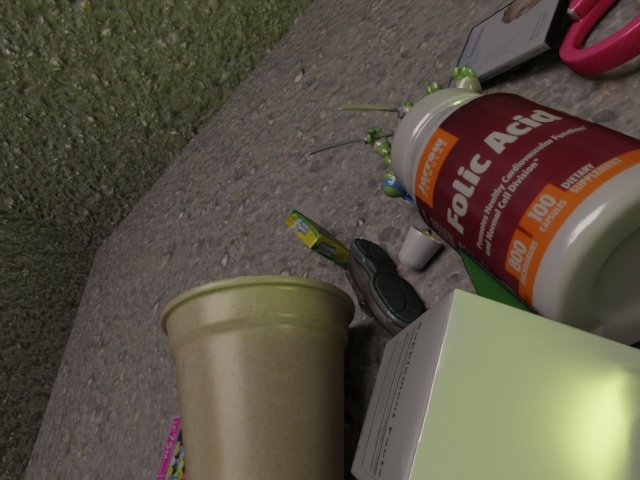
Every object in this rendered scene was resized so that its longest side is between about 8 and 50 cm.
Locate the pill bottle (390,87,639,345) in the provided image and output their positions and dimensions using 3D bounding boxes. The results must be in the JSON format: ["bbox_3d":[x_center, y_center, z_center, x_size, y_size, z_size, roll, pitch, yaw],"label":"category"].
[{"bbox_3d":[0.258,-0.062,0.627,0.224,0.224,0.392,-50,33,11],"label":"pill bottle"}]

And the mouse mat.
[{"bbox_3d":[0.228,0.099,0.567,0.007,0.190,0.153,-36,35,1],"label":"mouse mat"}]

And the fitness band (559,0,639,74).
[{"bbox_3d":[0.484,-0.382,0.716,0.291,0.054,0.209,-50,21,23],"label":"fitness band"}]

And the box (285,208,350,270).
[{"bbox_3d":[0.000,0.000,1.026,0.043,0.105,0.179,-53,33,7],"label":"box"}]

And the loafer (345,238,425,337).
[{"bbox_3d":[0.103,0.093,0.844,0.268,0.096,0.084,-110,40,-59],"label":"loafer"}]

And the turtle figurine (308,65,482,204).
[{"bbox_3d":[0.154,-0.230,0.903,0.274,0.198,0.266,35,70,18],"label":"turtle figurine"}]

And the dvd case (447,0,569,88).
[{"bbox_3d":[0.356,-0.391,0.921,0.253,0.022,0.181,-9,55,65],"label":"dvd case"}]

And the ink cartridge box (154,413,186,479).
[{"bbox_3d":[-0.235,0.446,0.998,0.311,0.065,0.186,-24,45,38],"label":"ink cartridge box"}]

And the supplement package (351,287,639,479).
[{"bbox_3d":[0.151,0.186,0.473,0.293,0.177,0.175,99,-170,-70],"label":"supplement package"}]

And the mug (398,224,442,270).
[{"bbox_3d":[0.172,0.017,0.843,0.062,0.078,0.064,35,102,25],"label":"mug"}]

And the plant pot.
[{"bbox_3d":[-0.091,0.265,0.762,0.333,0.333,0.306,-31,52,35],"label":"plant pot"}]
